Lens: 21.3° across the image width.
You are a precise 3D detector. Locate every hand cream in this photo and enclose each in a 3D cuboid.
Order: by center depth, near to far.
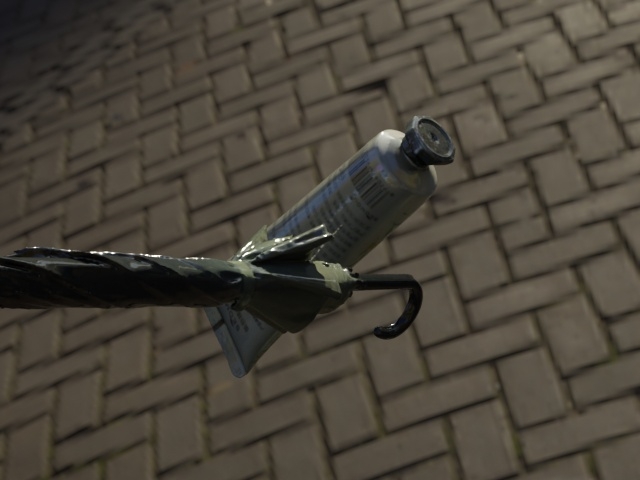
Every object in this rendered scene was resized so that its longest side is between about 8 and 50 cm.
[{"bbox_3d":[0.000,0.000,0.926,0.042,0.067,0.194,-7,-27,-49],"label":"hand cream"}]

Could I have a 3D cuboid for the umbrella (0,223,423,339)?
[{"bbox_3d":[-0.041,0.008,0.585,0.044,0.044,0.269,31,13,35],"label":"umbrella"}]
